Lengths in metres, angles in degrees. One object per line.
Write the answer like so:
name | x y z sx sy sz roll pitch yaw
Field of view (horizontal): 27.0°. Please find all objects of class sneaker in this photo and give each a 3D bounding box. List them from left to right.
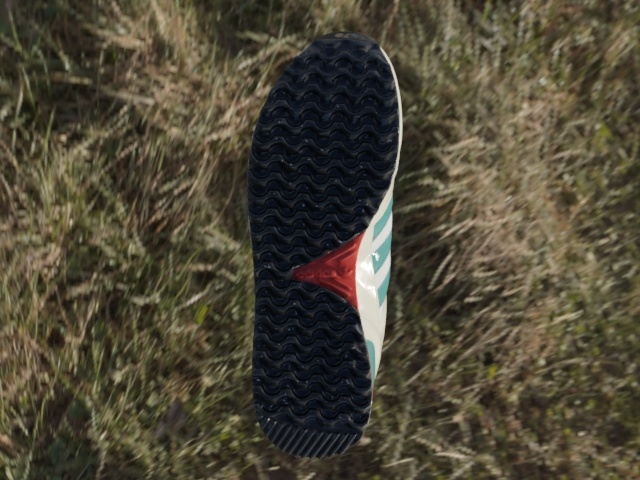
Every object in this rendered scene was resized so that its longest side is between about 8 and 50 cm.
sneaker | 0.000 0.000 0.526 0.057 0.075 0.161 3 92 0
